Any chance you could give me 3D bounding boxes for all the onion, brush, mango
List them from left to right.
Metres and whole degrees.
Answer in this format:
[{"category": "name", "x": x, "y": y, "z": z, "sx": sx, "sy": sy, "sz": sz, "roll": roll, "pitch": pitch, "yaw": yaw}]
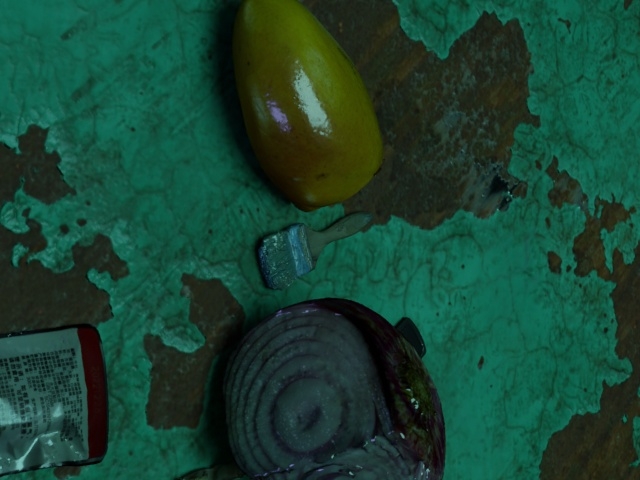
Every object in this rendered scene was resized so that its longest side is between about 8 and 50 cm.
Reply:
[{"category": "mango", "x": -0.024, "y": -0.173, "z": 1.709, "sx": 0.257, "sy": 0.138, "sz": 0.187, "roll": 57, "pitch": 43, "yaw": -32}, {"category": "brush", "x": 0.000, "y": 0.000, "z": 1.802, "sx": 0.196, "sy": 0.021, "sz": 0.070, "roll": -26, "pitch": 108, "yaw": -39}, {"category": "onion", "x": 0.031, "y": 0.206, "z": 1.695, "sx": 0.230, "sy": 0.272, "sz": 0.256, "roll": 33, "pitch": 62, "yaw": -49}, {"category": "brush", "x": 0.074, "y": 0.177, "z": 1.867, "sx": 0.193, "sy": 0.016, "sz": 0.063, "roll": -46, "pitch": 117, "yaw": -33}]

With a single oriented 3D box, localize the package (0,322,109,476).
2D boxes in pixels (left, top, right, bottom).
[{"category": "package", "x": -0.318, "y": 0.171, "z": 1.508, "sx": 0.239, "sy": 0.030, "sz": 0.154, "roll": -4, "pitch": 90, "yaw": -42}]
